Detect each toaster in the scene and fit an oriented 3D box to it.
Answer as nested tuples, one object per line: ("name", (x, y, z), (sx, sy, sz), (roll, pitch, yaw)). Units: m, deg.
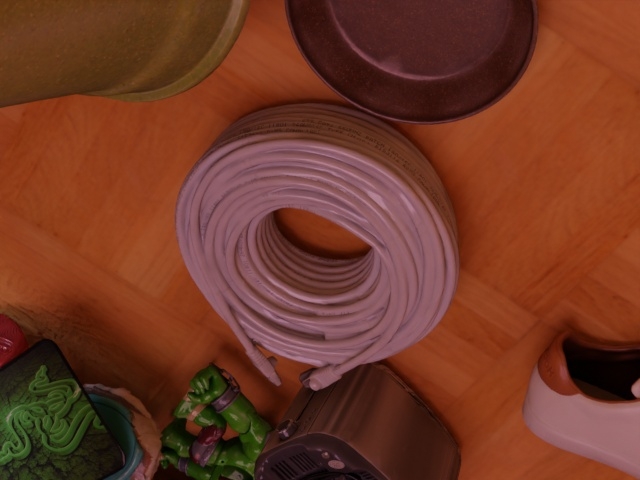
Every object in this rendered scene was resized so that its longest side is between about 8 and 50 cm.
("toaster", (0.050, 0.225, 1.271), (0.129, 0.146, 0.227), (-30, 112, 38))

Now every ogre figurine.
("ogre figurine", (-0.104, 0.213, 1.358), (0.118, 0.097, 0.197), (37, 121, 5))

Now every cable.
("cable", (0.000, 0.000, 1.144), (0.257, 0.089, 0.257), (-22, 117, 33))

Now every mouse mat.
("mouse mat", (-0.294, 0.198, 1.330), (0.190, 0.007, 0.152), (-32, 89, 32))

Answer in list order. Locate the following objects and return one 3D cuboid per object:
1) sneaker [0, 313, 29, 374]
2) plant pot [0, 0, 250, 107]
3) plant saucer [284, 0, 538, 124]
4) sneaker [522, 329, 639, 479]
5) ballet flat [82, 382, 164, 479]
("sneaker", (-0.377, 0.148, 1.432), (0.221, 0.087, 0.128), (-1, 137, 37))
("plant pot", (-0.228, -0.196, 0.903), (0.276, 0.254, 0.276), (14, 118, 28))
("plant saucer", (0.071, -0.181, 1.000), (0.199, 0.036, 0.198), (11, 130, 13))
("sneaker", (0.325, 0.158, 1.135), (0.290, 0.106, 0.123), (16, 134, 10))
("ballet flat", (-0.296, 0.250, 1.453), (0.409, 0.147, 0.147), (-20, 119, 36))
